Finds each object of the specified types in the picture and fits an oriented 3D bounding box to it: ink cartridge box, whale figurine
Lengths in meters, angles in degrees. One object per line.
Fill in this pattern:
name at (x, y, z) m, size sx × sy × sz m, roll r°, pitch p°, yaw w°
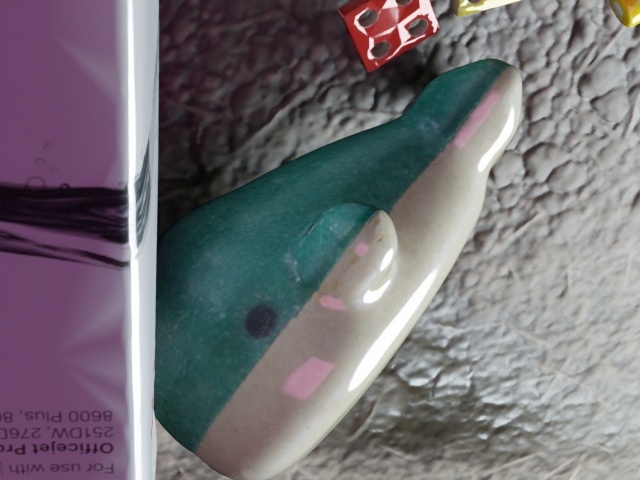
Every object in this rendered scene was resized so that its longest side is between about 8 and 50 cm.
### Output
ink cartridge box at (-0.150, -0.106, 0.690) m, size 0.166 × 0.285 × 0.395 m, roll 0°, pitch 123°, yaw -5°
whale figurine at (0.000, 0.000, 0.919) m, size 0.141 × 0.216 × 0.272 m, roll 37°, pitch 83°, yaw 5°

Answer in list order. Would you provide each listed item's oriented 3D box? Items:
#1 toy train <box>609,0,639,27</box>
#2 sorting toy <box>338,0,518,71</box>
toy train at (0.230, -0.164, 0.946) m, size 0.166 × 0.046 × 0.125 m, roll 13°, pitch 121°, yaw -39°
sorting toy at (0.029, -0.200, 0.801) m, size 0.132 × 0.046 × 0.274 m, roll -33°, pitch 140°, yaw 0°
